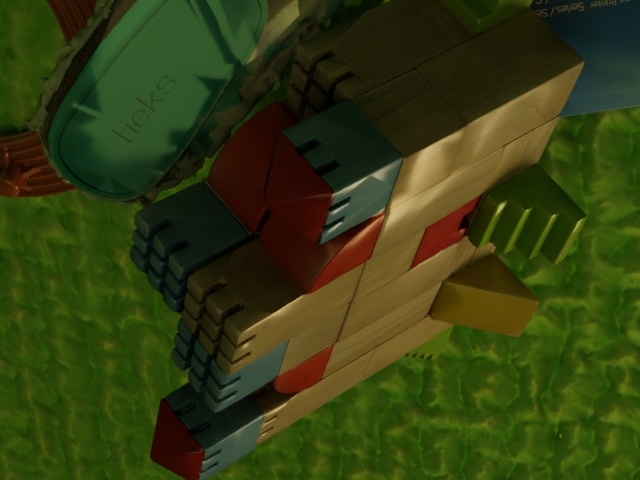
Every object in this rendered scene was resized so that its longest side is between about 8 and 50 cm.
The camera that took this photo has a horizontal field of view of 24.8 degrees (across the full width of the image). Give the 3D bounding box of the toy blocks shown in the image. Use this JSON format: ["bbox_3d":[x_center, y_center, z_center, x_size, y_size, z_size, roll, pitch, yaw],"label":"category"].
[{"bbox_3d":[0.000,0.000,0.910,0.191,0.261,0.381,49,148,21],"label":"toy blocks"}]

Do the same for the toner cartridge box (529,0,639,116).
[{"bbox_3d":[0.275,-0.180,0.865,0.347,0.075,0.165,-7,122,21],"label":"toner cartridge box"}]

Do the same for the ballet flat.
[{"bbox_3d":[-0.034,-0.189,0.882,0.147,0.147,0.409,41,116,-14],"label":"ballet flat"}]

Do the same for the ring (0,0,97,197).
[{"bbox_3d":[-0.283,-0.147,1.033,0.336,0.032,0.337,12,140,10],"label":"ring"}]
